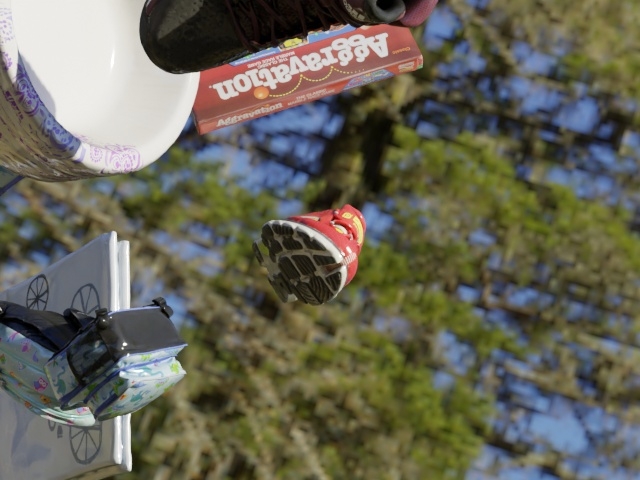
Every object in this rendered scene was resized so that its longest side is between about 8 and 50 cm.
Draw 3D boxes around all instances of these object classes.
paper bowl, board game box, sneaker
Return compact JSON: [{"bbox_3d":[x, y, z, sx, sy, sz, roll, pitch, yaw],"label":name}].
[{"bbox_3d":[-0.250,-0.195,1.661,0.148,0.284,0.284,-5,-34,36],"label":"paper bowl"},{"bbox_3d":[-0.034,-0.226,2.156,0.281,0.145,0.027,-18,-32,-9],"label":"board game box"},{"bbox_3d":[-0.011,-0.199,1.442,0.281,0.162,0.106,-31,-54,3],"label":"sneaker"},{"bbox_3d":[0.000,0.000,2.014,0.107,0.118,0.279,59,-11,-7],"label":"sneaker"}]

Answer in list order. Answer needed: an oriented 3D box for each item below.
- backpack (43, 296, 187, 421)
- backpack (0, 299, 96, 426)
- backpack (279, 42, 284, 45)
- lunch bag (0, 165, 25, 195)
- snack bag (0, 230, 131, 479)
[{"bbox_3d":[-0.187,0.115,1.624,0.114,0.084,0.105,-33,-14,33],"label":"backpack"},{"bbox_3d":[-0.326,0.150,2.198,0.152,0.115,0.182,2,17,-42],"label":"backpack"},{"bbox_3d":[-0.090,-0.337,1.954,0.191,0.225,0.253,32,-3,-25],"label":"backpack"},{"bbox_3d":[-0.347,-0.141,2.049,0.151,0.096,0.129,-30,-80,41],"label":"lunch bag"},{"bbox_3d":[-0.355,0.186,2.448,0.037,0.323,0.342,9,-22,-37],"label":"snack bag"}]
